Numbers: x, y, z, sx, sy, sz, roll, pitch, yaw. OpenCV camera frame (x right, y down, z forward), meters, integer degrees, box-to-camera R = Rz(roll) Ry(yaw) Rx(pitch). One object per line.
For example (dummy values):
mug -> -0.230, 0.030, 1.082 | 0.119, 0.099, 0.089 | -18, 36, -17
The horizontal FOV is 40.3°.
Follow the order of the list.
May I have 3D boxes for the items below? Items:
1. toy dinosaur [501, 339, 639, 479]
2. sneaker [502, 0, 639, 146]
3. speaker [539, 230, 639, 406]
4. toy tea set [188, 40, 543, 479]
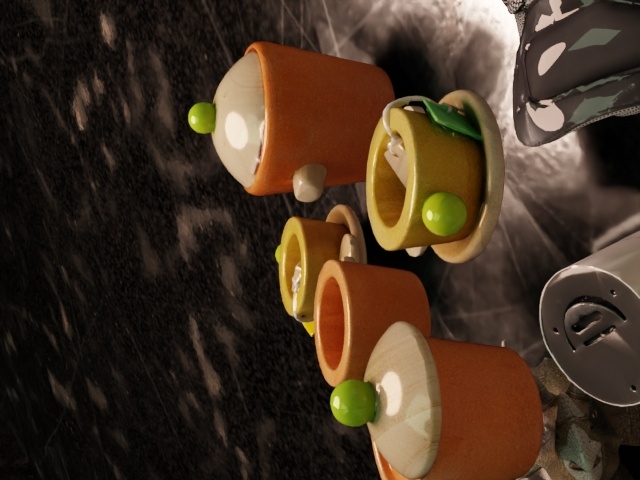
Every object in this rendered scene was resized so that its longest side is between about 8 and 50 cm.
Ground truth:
toy dinosaur -> 0.116, 0.158, 0.534 | 0.313, 0.121, 0.160 | 136, 122, -62
sneaker -> 0.086, -0.127, 0.387 | 0.268, 0.101, 0.153 | 26, 126, 45
speaker -> 0.150, 0.013, 0.341 | 0.055, 0.136, 0.055 | 33, 134, 44
toy tea set -> 0.000, 0.000, 0.478 | 0.336, 0.124, 0.200 | -134, 47, -67
